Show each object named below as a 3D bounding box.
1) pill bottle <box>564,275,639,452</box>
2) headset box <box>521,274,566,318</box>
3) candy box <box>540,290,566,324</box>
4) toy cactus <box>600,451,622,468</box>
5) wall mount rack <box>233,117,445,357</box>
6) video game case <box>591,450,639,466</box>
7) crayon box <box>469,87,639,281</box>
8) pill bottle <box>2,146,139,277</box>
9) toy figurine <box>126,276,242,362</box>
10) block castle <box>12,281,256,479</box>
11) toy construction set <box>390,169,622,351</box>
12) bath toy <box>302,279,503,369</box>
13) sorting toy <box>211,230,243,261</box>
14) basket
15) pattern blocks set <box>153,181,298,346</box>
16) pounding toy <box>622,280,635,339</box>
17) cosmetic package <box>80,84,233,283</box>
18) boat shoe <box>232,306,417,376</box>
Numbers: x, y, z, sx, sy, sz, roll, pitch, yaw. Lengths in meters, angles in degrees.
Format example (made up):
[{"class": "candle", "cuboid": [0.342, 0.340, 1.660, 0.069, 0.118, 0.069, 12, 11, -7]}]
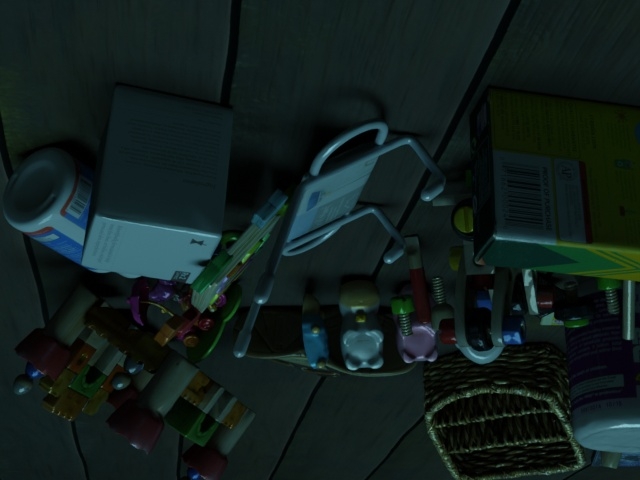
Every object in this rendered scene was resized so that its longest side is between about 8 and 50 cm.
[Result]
[{"class": "pill bottle", "cuboid": [0.456, 0.154, 1.493, 0.169, 0.302, 0.169, 2, 155, 1]}, {"class": "headset box", "cuboid": [0.359, 0.089, 1.655, 0.083, 0.032, 0.062, 31, 144, -17]}, {"class": "candy box", "cuboid": [0.492, 0.118, 1.728, 0.205, 0.027, 0.105, 0, 154, 7]}, {"class": "toy cactus", "cuboid": [0.629, 0.396, 2.133, 0.219, 0.181, 0.112, 16, 171, -15]}, {"class": "wall mount rack", "cuboid": [0.000, 0.000, 1.292, 0.304, 0.130, 0.350, -28, 163, -22]}, {"class": "video game case", "cuboid": [0.818, 0.547, 2.582, 0.196, 0.026, 0.274, -2, 154, 9]}, {"class": "crayon box", "cuboid": [0.342, -0.059, 1.181, 0.318, 0.202, 0.081, 7, 154, -8]}, {"class": "pill bottle", "cuboid": [-0.323, -0.028, 1.385, 0.124, 0.124, 0.221, -12, 150, 26]}, {"class": "toy figurine", "cuboid": [-0.246, 0.109, 1.697, 0.159, 0.130, 0.173, 28, 123, -26]}, {"class": "block castle", "cuboid": [-0.325, 0.280, 1.746, 0.303, 0.213, 0.453, 32, 168, 20]}, {"class": "toy construction set", "cuboid": [0.219, 0.014, 1.412, 0.257, 0.237, 0.308, -15, -173, -38]}, {"class": "bath toy", "cuboid": [0.143, 0.139, 1.693, 0.348, 0.151, 0.129, -1, -168, -1]}, {"class": "sorting toy", "cuboid": [-0.160, 0.013, 1.547, 0.102, 0.042, 0.061, 7, 153, -11]}, {"class": "basket", "cuboid": [0.360, 0.348, 1.988, 0.299, 0.223, 0.213, -13, 150, 30]}, {"class": "pattern blocks set", "cuboid": [-0.121, 0.034, 1.358, 0.026, 0.285, 0.325, 41, 174, 1]}, {"class": "pounding toy", "cuboid": [0.477, 0.003, 1.389, 0.236, 0.110, 0.183, -26, 127, -22]}, {"class": "cosmetic package", "cuboid": [-0.203, -0.066, 1.229, 0.151, 0.184, 0.151, 11, 152, -15]}, {"class": "boat shoe", "cuboid": [0.014, 0.193, 1.831, 0.341, 0.123, 0.123, 2, 162, 8]}]
